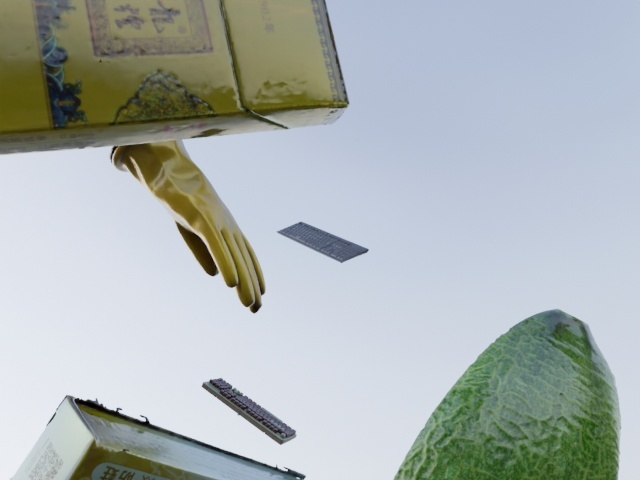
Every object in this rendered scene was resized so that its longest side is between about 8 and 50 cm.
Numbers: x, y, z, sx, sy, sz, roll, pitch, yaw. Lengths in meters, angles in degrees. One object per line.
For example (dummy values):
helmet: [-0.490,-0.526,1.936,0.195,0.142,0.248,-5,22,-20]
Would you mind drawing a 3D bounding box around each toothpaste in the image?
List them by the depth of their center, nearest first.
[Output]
toothpaste: [-0.095,0.222,0.502,0.071,0.089,0.313,22,-13,46]

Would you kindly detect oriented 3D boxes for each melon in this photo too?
melon: [0.202,0.205,0.612,0.196,0.324,0.124,25,-14,14]

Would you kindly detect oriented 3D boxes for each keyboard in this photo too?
keyboard: [-0.113,0.265,0.948,0.165,0.017,0.055,28,8,24]
keyboard: [0.000,0.000,1.074,0.063,0.198,0.010,-22,-62,-31]

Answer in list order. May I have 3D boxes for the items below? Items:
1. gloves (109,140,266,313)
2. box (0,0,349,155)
gloves: [-0.169,-0.023,0.847,0.116,0.294,0.133,-36,-6,14]
box: [-0.129,-0.135,0.370,0.278,0.153,0.041,-9,-11,-19]
